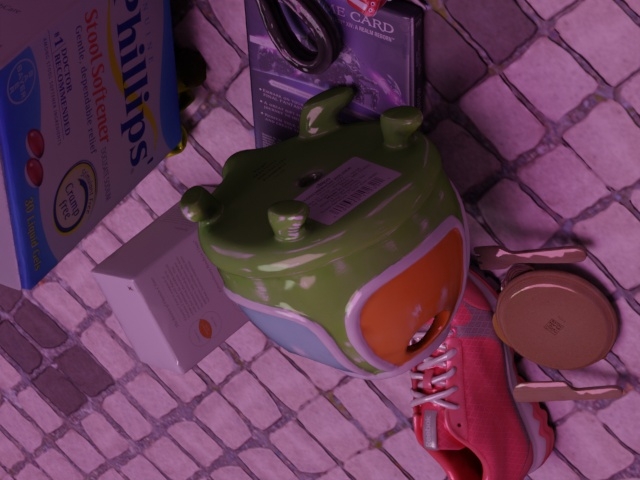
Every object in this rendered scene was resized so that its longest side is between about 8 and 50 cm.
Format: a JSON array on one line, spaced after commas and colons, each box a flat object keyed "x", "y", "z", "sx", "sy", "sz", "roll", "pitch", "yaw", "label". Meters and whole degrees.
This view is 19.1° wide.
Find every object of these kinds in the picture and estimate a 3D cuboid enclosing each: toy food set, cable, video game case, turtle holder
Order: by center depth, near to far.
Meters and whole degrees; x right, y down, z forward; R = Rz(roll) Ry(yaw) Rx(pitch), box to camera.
[{"x": -0.072, "y": -0.288, "z": 1.794, "sx": 0.287, "sy": 0.072, "sz": 0.139, "roll": 39, "pitch": 132, "yaw": -9, "label": "cable"}, {"x": -0.003, "y": 0.011, "z": 1.834, "sx": 0.320, "sy": 0.243, "sz": 0.227, "roll": -7, "pitch": 122, "yaw": 35, "label": "turtle holder"}, {"x": 0.014, "y": -0.144, "z": 1.894, "sx": 0.196, "sy": 0.026, "sz": 0.274, "roll": 23, "pitch": 138, "yaw": 25, "label": "video game case"}, {"x": 0.232, "y": 0.074, "z": 1.895, "sx": 0.132, "sy": 0.038, "sz": 0.192, "roll": -2, "pitch": 124, "yaw": 24, "label": "toy food set"}]

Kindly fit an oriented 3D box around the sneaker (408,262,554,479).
[{"x": 0.142, "y": 0.147, "z": 1.968, "sx": 0.116, "sy": 0.136, "sz": 0.314, "roll": -3, "pitch": 124, "yaw": 43, "label": "sneaker"}]

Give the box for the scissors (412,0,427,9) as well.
[{"x": -0.014, "y": -0.321, "z": 1.748, "sx": 0.297, "sy": 0.021, "sz": 0.109, "roll": 35, "pitch": 143, "yaw": 11, "label": "scissors"}]

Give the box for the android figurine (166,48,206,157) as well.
[{"x": -0.245, "y": -0.189, "z": 2.063, "sx": 0.273, "sy": 0.056, "sz": 0.248, "roll": -13, "pitch": 117, "yaw": 46, "label": "android figurine"}]

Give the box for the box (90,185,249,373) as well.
[{"x": -0.140, "y": 0.041, "z": 2.083, "sx": 0.091, "sy": 0.170, "sz": 0.130, "roll": 10, "pitch": 132, "yaw": 53, "label": "box"}]

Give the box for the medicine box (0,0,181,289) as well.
[{"x": -0.277, "y": -0.148, "z": 1.858, "sx": 0.149, "sy": 0.289, "sz": 0.263, "roll": 19, "pitch": 134, "yaw": 23, "label": "medicine box"}]

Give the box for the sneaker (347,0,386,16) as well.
[{"x": 0.068, "y": -0.239, "z": 1.725, "sx": 0.118, "sy": 0.042, "sz": 0.067, "roll": 3, "pitch": 120, "yaw": 34, "label": "sneaker"}]
